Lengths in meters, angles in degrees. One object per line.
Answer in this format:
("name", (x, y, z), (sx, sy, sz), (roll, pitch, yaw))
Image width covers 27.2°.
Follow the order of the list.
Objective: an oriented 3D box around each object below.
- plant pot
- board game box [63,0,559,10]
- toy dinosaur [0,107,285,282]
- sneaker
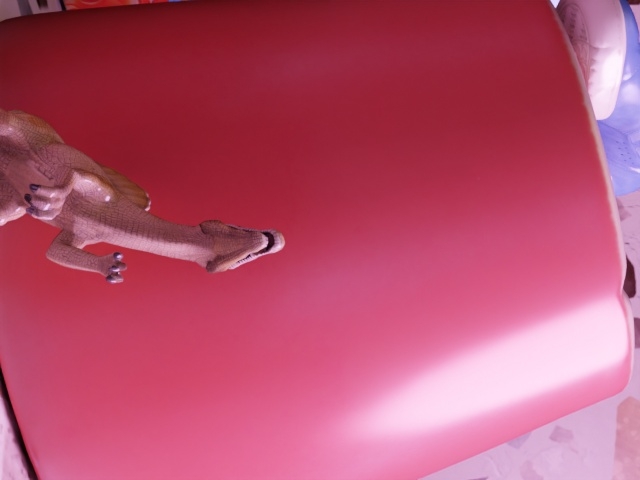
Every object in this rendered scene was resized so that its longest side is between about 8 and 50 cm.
("plant pot", (0.000, 0.000, 0.611), (0.275, 0.243, 0.275), (-13, 90, -87))
("board game box", (0.009, -0.152, 0.788), (0.086, 0.308, 0.302), (-95, 172, -55))
("toy dinosaur", (-0.102, -0.026, 0.453), (0.092, 0.183, 0.053), (-11, 132, -62))
("sneaker", (0.152, -0.070, 0.595), (0.152, 0.084, 0.058), (72, 6, -60))
